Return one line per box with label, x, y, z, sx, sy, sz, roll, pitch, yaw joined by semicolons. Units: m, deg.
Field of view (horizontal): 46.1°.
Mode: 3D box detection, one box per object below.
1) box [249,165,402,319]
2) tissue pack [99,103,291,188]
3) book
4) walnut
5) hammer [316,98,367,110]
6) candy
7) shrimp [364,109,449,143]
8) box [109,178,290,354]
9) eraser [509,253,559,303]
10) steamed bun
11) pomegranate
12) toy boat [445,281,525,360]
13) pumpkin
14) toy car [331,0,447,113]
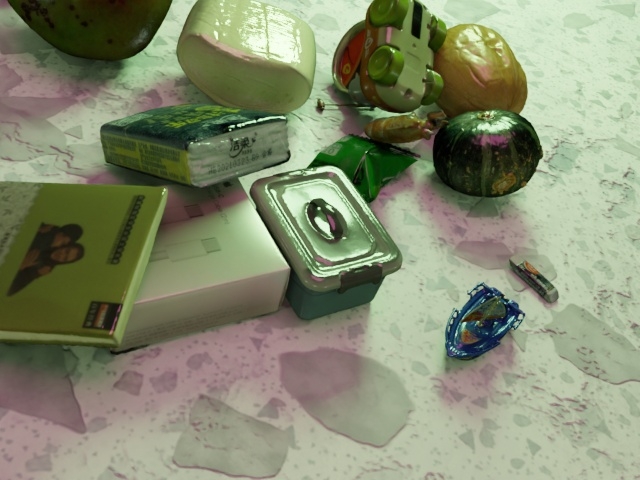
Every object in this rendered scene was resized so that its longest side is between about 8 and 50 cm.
box;0.000;0.000;1.108;0.162;0.130;0.227;-14;52;-27
tissue pack;-0.195;-0.154;1.150;0.185;0.081;0.257;-23;27;-37
book;-0.388;0.018;0.950;0.352;0.035;0.239;1;53;10
walnut;0.300;-0.315;1.470;0.193;0.193;0.225;-16;61;-29
hammer;0.051;-0.262;1.456;0.123;0.014;0.029;-2;59;-21
candy;0.071;-0.132;1.295;0.141;0.078;0.203;31;41;13
shrimp;0.158;-0.205;1.311;0.132;0.051;0.187;-23;20;-26
box;-0.199;0.024;1.046;0.252;0.106;0.203;-11;50;-27
eraser;0.350;0.061;1.231;0.027;0.019;0.099;-24;57;-33
steamed bun;-0.135;-0.326;1.362;0.250;0.154;0.200;13;48;-13
pomegranate;-0.424;-0.455;1.357;0.291;0.290;0.323;-11;10;-26
toy boat;0.234;0.110;1.086;0.091;0.110;0.175;38;50;20
pumpkin;0.292;-0.154;1.328;0.190;0.146;0.190;-19;26;10
toy car;0.111;-0.342;1.428;0.145;0.235;0.235;18;38;-39
